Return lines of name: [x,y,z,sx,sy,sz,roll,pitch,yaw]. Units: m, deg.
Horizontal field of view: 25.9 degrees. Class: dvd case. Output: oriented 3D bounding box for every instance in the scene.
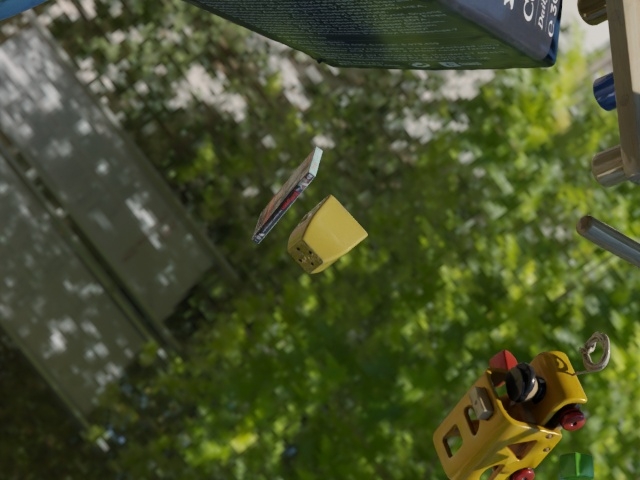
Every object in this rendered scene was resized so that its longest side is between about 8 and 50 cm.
dvd case: [-0.041,-0.057,1.730,0.119,0.013,0.087,-51,-170,22]

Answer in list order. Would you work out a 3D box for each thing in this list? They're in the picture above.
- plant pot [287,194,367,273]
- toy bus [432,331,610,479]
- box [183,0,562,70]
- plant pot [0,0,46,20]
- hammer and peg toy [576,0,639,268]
plant pot: [0.000,0.000,2.005,0.083,0.081,0.081,-44,-177,-38]
toy bus: [0.211,0.192,1.548,0.191,0.104,0.202,-4,-106,59]
box: [0.028,-0.439,1.274,0.297,0.480,0.471,5,176,32]
plant pot: [-0.365,-0.362,1.421,0.293,0.196,0.293,-14,-147,9]
hammer and peg toy: [0.380,-0.101,1.400,0.127,0.266,0.361,-21,-119,44]
